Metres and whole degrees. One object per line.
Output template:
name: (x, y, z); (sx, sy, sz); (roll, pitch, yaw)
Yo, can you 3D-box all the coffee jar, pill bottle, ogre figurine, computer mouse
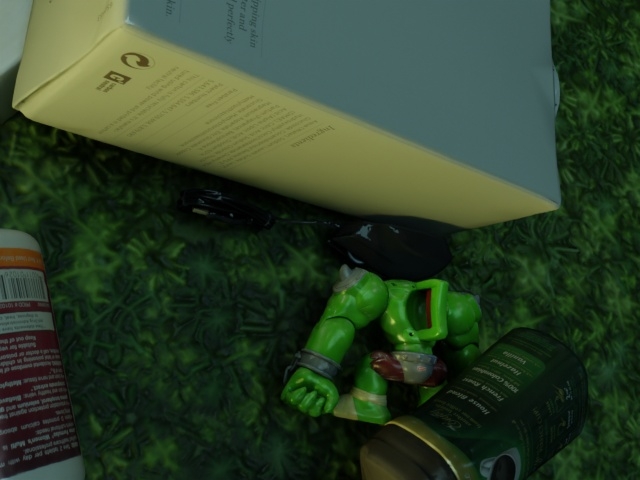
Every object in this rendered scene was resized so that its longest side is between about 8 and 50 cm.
coffee jar: (0.111, 0.146, 0.579); (0.184, 0.079, 0.096); (-28, 126, -32)
pill bottle: (-0.214, 0.112, 0.488); (0.121, 0.121, 0.221); (-10, 80, -26)
ogre figurine: (0.068, 0.089, 0.638); (0.197, 0.097, 0.118); (11, 83, -9)
computer mouse: (0.000, 0.000, 0.647); (0.242, 0.071, 0.041); (11, 82, -20)

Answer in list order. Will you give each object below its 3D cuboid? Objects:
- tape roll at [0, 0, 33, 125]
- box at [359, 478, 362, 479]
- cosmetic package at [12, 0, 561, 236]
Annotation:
tape roll: (-0.316, -0.202, 0.542); (0.286, 0.100, 0.286); (6, 74, -22)
box: (0.089, 0.292, 0.611); (0.183, 0.056, 0.231); (-14, 82, -28)
cosmetic package: (0.005, -0.150, 0.589); (0.385, 0.156, 0.217); (18, 68, -38)
